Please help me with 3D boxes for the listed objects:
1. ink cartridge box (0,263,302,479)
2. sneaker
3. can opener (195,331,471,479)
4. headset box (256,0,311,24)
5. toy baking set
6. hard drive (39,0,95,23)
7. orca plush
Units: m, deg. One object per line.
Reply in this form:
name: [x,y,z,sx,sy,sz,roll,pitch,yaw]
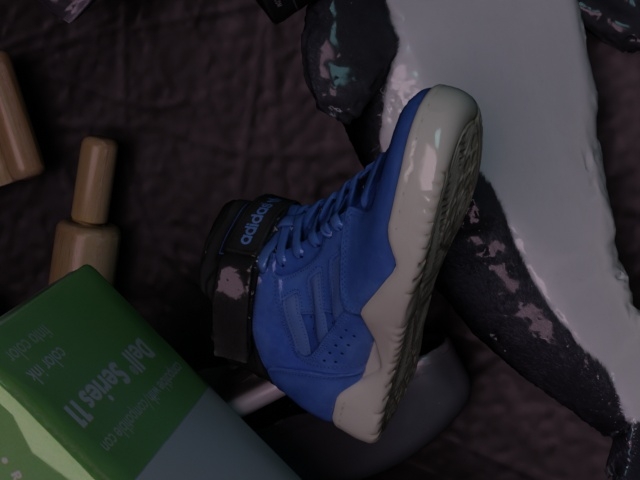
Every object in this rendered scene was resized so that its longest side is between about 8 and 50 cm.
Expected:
ink cartridge box: [-0.046,0.211,0.509,0.353,0.119,0.207,45,105,-2]
sneaker: [0.000,0.001,0.474,0.084,0.058,0.152,24,138,12]
can opener: [-0.073,0.104,0.594,0.283,0.076,0.095,-30,101,12]
headset box: [0.042,-0.237,0.395,0.283,0.246,0.131,-35,69,0]
toy baking set: [-0.187,0.034,0.663,0.196,0.030,0.256,9,100,19]
hard drive: [-0.086,-0.238,0.580,0.172,0.054,0.255,38,106,10]
orca plush: [0.065,-0.040,0.560,0.151,0.102,0.287,-37,96,-26]
